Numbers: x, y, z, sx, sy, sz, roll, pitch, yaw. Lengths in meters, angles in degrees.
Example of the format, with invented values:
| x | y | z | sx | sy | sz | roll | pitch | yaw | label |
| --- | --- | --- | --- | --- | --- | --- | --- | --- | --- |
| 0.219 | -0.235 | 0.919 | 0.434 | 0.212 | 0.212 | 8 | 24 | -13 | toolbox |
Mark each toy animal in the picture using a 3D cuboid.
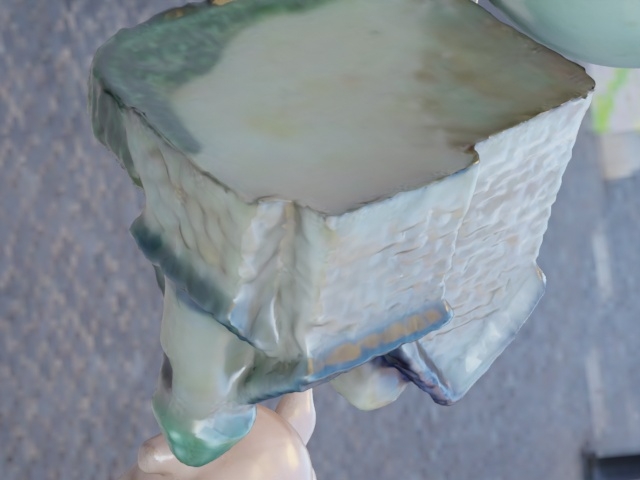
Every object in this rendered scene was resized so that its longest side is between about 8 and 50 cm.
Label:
| x | y | z | sx | sy | sz | roll | pitch | yaw | label |
| --- | --- | --- | --- | --- | --- | --- | --- | --- | --- |
| -0.098 | 0.266 | 1.917 | 0.269 | 0.326 | 0.237 | -2 | 72 | -28 | toy animal |

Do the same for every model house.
| x | y | z | sx | sy | sz | roll | pitch | yaw | label |
| --- | --- | --- | --- | --- | --- | --- | --- | --- | --- |
| 0.002 | 0.001 | 1.232 | 0.298 | 0.243 | 0.284 | -21 | 131 | -35 | model house |

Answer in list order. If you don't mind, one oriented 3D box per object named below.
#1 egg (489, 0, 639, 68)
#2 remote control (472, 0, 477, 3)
| x | y | z | sx | sy | sz | roll | pitch | yaw | label |
| --- | --- | --- | --- | --- | --- | --- | --- | --- | --- |
| 0.227 | -0.262 | 1.318 | 0.389 | 0.276 | 0.276 | -34 | 115 | -81 | egg |
| 0.039 | -0.158 | 1.563 | 0.034 | 0.250 | 0.103 | 29 | 62 | -29 | remote control |
